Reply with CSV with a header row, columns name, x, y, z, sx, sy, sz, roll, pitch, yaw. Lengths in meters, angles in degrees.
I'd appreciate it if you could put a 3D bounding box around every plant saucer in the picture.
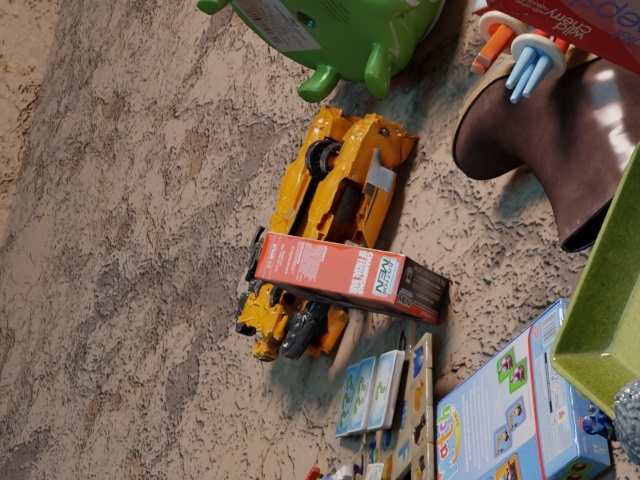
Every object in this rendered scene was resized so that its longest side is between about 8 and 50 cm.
name,x,y,z,sx,sy,sz,roll,pitch,yaw
plant saucer,0.251,0.040,1.273,0.188,0.045,0.188,-69,22,11

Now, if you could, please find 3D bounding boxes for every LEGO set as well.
name,x,y,z,sx,sy,sz,roll,pitch,yaw
LEGO set,0.013,0.230,1.763,0.182,0.060,0.244,152,131,-72

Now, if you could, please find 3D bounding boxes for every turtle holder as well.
name,x,y,z,sx,sy,sz,roll,pitch,yaw
turtle holder,0.032,-0.310,1.937,0.227,0.243,0.320,-56,-1,-20

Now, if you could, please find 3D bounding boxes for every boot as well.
name,x,y,z,sx,sy,sz,roll,pitch,yaw
boot,0.204,-0.073,1.597,0.248,0.090,0.207,-40,35,39

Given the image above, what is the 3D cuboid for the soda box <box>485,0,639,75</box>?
name,x,y,z,sx,sy,sz,roll,pitch,yaw
soda box,0.253,-0.189,1.390,0.092,0.263,0.083,-41,39,46

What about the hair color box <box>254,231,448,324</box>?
name,x,y,z,sx,sy,sz,roll,pitch,yaw
hair color box,0.030,0.037,1.782,0.167,0.093,0.053,8,79,34

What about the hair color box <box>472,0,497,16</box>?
name,x,y,z,sx,sy,sz,roll,pitch,yaw
hair color box,0.212,-0.265,1.781,0.141,0.043,0.072,-10,63,60

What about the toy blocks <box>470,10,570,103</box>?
name,x,y,z,sx,sy,sz,roll,pitch,yaw
toy blocks,0.180,-0.176,1.593,0.123,0.054,0.148,-7,41,50

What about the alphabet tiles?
name,x,y,z,sx,sy,sz,roll,pitch,yaw
alphabet tiles,0.067,0.203,1.719,0.198,0.009,0.237,122,156,-50

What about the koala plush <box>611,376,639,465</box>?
name,x,y,z,sx,sy,sz,roll,pitch,yaw
koala plush,0.341,0.130,1.124,0.196,0.203,0.221,-52,43,-6

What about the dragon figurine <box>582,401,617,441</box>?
name,x,y,z,sx,sy,sz,roll,pitch,yaw
dragon figurine,0.298,0.071,1.315,0.289,0.085,0.144,-38,41,54

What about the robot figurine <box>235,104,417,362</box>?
name,x,y,z,sx,sy,sz,roll,pitch,yaw
robot figurine,0.000,0.000,1.957,0.211,0.085,0.291,20,89,65

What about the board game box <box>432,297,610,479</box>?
name,x,y,z,sx,sy,sz,roll,pitch,yaw
board game box,0.165,0.172,1.559,0.211,0.039,0.160,-45,34,41
